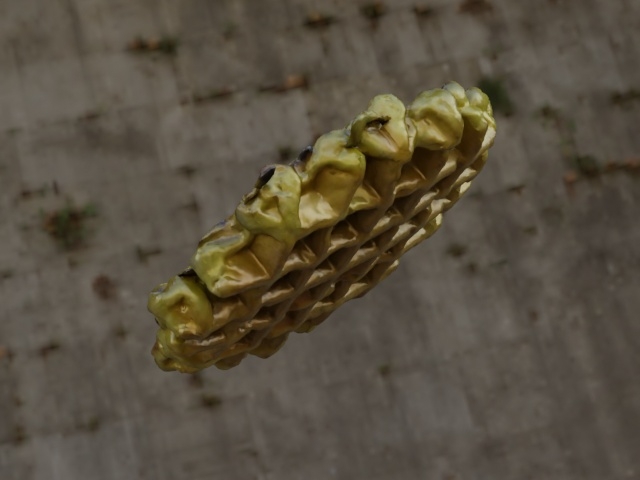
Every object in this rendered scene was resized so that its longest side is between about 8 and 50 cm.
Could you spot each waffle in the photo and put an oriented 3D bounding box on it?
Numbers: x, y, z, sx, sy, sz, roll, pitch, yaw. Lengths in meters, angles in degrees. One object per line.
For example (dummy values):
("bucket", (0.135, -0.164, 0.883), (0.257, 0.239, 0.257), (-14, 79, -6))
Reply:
("waffle", (0.009, -0.007, 1.157), (0.329, 0.062, 0.329), (-34, -16, -11))
